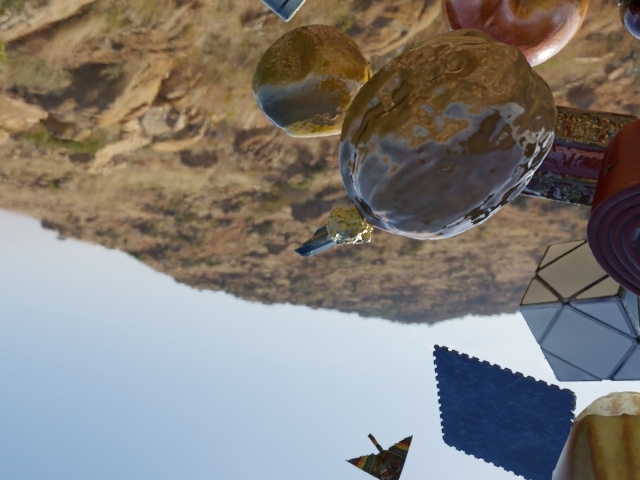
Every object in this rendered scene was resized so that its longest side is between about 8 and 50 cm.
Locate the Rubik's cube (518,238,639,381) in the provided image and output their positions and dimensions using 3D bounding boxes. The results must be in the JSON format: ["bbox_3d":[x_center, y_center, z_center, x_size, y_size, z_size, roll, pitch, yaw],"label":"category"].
[{"bbox_3d":[0.535,0.130,1.371,0.207,0.205,0.205,-11,-151,43],"label":"Rubik's cube"}]

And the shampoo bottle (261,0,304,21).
[{"bbox_3d":[-0.137,-0.514,1.301,0.262,0.085,0.085,37,171,-15],"label":"shampoo bottle"}]

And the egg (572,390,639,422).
[{"bbox_3d":[0.605,0.417,1.448,0.203,0.245,0.203,38,172,6],"label":"egg"}]

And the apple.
[{"bbox_3d":[0.390,-0.434,1.461,0.292,0.163,0.251,0,-168,5],"label":"apple"}]

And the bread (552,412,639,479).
[{"bbox_3d":[0.230,0.254,0.489,0.110,0.234,0.184,-11,149,15],"label":"bread"}]

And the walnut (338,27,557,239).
[{"bbox_3d":[0.183,-0.153,1.113,0.306,0.344,0.306,38,-167,-11],"label":"walnut"}]

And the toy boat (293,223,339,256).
[{"bbox_3d":[0.000,0.000,1.735,0.141,0.060,0.055,-25,175,5],"label":"toy boat"}]

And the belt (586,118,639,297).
[{"bbox_3d":[0.438,-0.009,0.715,0.323,0.115,0.227,20,149,13],"label":"belt"}]

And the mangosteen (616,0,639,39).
[{"bbox_3d":[0.693,-0.512,1.478,0.199,0.200,0.200,6,180,0],"label":"mangosteen"}]

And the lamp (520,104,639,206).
[{"bbox_3d":[0.448,-0.146,1.250,0.273,0.177,0.177,11,-179,14],"label":"lamp"}]

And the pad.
[{"bbox_3d":[0.325,0.323,1.287,0.269,0.269,0.012,14,-140,37],"label":"pad"}]

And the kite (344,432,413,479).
[{"bbox_3d":[0.101,0.341,1.121,0.122,0.090,0.004,-19,159,-23],"label":"kite"}]

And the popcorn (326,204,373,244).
[{"bbox_3d":[0.048,-0.023,1.198,0.082,0.057,0.083,-11,156,40],"label":"popcorn"}]

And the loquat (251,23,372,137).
[{"bbox_3d":[-0.013,-0.369,1.723,0.283,0.276,0.276,-29,173,10],"label":"loquat"}]
